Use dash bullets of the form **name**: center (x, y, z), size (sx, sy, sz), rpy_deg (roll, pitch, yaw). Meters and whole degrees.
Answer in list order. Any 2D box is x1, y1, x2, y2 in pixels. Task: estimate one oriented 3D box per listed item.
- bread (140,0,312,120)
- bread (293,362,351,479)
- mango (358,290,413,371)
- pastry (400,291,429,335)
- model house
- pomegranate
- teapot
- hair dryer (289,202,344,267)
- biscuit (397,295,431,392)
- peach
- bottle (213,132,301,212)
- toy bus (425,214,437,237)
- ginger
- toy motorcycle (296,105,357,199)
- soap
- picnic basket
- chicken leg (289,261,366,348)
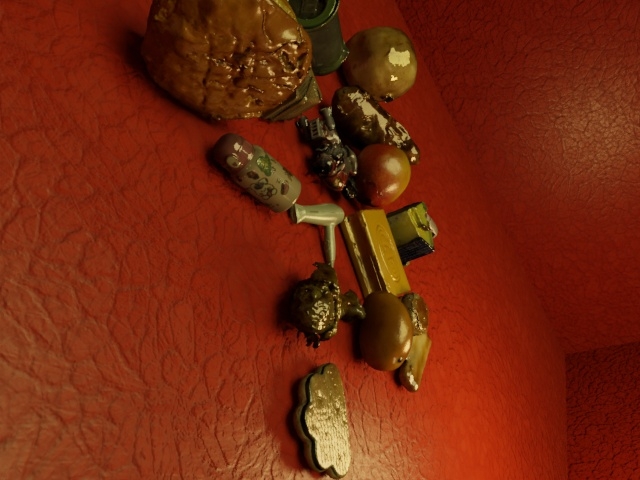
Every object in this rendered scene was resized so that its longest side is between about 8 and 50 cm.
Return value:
- **bread**: center (-0.221, -0.464, 1.187), size (0.398, 0.398, 0.215), rpy_deg (20, 50, -49)
- **bread**: center (0.000, 0.450, 1.246), size (0.207, 0.056, 0.286), rpy_deg (27, 51, -50)
- **mango**: center (0.201, 0.272, 1.519), size (0.139, 0.176, 0.254), rpy_deg (27, 57, -47)
- **pastry**: center (0.321, 0.252, 1.691), size (0.153, 0.081, 0.153), rpy_deg (31, 47, -41)
- **model house**: center (0.333, -0.018, 1.871), size (0.170, 0.194, 0.211), rpy_deg (-28, 95, -59)
- **pomegranate**: center (0.250, -0.735, 2.095), size (0.333, 0.333, 0.332), rpy_deg (32, 47, -43)
- **teapot**: center (-0.044, -0.715, 1.687), size (0.337, 0.271, 0.200), rpy_deg (50, 48, -76)
- **hair dryer**: center (0.000, 0.000, 1.521), size (0.207, 0.076, 0.236), rpy_deg (-5, 83, -49)
- **biscuit**: center (0.298, 0.356, 1.725), size (0.236, 0.062, 0.290), rpy_deg (56, 33, -16)
- **peach**: center (0.210, -0.236, 1.788), size (0.231, 0.231, 0.230), rpy_deg (32, 47, -43)
- **bottle**: center (-0.173, -0.183, 1.309), size (0.253, 0.121, 0.120), rpy_deg (37, 44, -38)
- **toy bus**: center (0.476, -0.060, 2.211), size (0.123, 0.075, 0.060), rpy_deg (49, 37, -27)
- **ginger**: center (0.185, -0.426, 1.912), size (0.418, 0.254, 0.176), rpy_deg (34, 81, -25)
- **toy motorcycle**: center (0.015, -0.328, 1.655), size (0.207, 0.134, 0.400), rpy_deg (-5, 77, -62)
- **soap**: center (0.194, 0.054, 1.718), size (0.204, 0.096, 0.324), rpy_deg (-10, 80, -57)
- **picnic basket**: center (-0.129, -0.508, 1.515), size (0.139, 0.165, 0.266), rpy_deg (-17, 85, -56)
- **chicken leg**: center (0.017, 0.162, 1.378), size (0.361, 0.140, 0.211), rpy_deg (-14, 104, -67)
